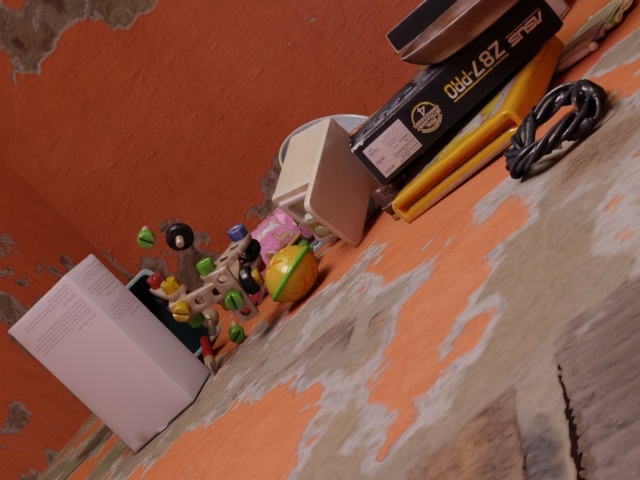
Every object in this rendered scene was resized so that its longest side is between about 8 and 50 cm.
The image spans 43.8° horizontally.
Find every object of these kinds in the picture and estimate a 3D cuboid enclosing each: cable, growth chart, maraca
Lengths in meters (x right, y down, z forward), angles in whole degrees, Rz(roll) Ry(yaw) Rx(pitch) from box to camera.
[{"bbox_3d":[0.294,-0.143,1.010,0.150,0.047,0.184,-47,8,22],"label":"cable"},{"bbox_3d":[0.468,-0.361,1.351,0.237,0.021,0.172,-48,8,-26],"label":"growth chart"},{"bbox_3d":[-0.053,0.063,1.578,0.127,0.099,0.186,-56,-4,10],"label":"maraca"}]

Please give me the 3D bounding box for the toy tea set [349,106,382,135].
[{"bbox_3d":[0.213,-0.285,1.860,0.336,0.124,0.200,-37,7,4],"label":"toy tea set"}]

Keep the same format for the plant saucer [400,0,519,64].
[{"bbox_3d":[0.264,-0.386,1.307,0.311,0.050,0.310,-40,9,8],"label":"plant saucer"}]

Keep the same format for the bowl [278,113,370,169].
[{"bbox_3d":[0.051,-0.167,1.970,0.289,0.290,0.156,-49,-35,-35],"label":"bowl"}]

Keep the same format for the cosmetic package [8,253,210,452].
[{"bbox_3d":[-0.435,0.236,1.668,0.197,0.365,0.155,-40,9,16],"label":"cosmetic package"}]

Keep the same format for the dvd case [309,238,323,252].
[{"bbox_3d":[0.000,0.000,2.002,0.087,0.013,0.119,-44,6,3],"label":"dvd case"}]

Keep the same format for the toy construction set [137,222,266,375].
[{"bbox_3d":[-0.220,0.135,1.619,0.258,0.308,0.237,-8,25,-11],"label":"toy construction set"}]

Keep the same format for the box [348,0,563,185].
[{"bbox_3d":[0.221,-0.277,1.442,0.395,0.097,0.318,-42,10,8],"label":"box"}]

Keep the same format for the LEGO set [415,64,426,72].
[{"bbox_3d":[0.399,-0.474,2.043,0.255,0.192,0.331,1,41,39],"label":"LEGO set"}]

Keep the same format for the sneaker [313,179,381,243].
[{"bbox_3d":[0.045,-0.053,1.748,0.229,0.087,0.092,-40,10,47],"label":"sneaker"}]

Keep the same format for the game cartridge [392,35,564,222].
[{"bbox_3d":[0.269,-0.199,1.348,0.285,0.053,0.323,-41,12,43],"label":"game cartridge"}]

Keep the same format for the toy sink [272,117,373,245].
[{"bbox_3d":[0.004,-0.100,1.614,0.131,0.153,0.234,-22,44,40],"label":"toy sink"}]

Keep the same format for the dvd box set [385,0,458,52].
[{"bbox_3d":[0.379,-0.640,1.938,0.420,0.062,0.308,-40,7,-22],"label":"dvd box set"}]

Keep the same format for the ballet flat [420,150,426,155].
[{"bbox_3d":[0.251,-0.247,1.783,0.221,0.077,0.079,-48,-6,-13],"label":"ballet flat"}]

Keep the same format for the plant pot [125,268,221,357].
[{"bbox_3d":[-0.423,0.272,1.967,0.248,0.247,0.252,-48,-9,-27],"label":"plant pot"}]

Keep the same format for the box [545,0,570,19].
[{"bbox_3d":[0.421,-0.486,1.779,0.290,0.169,0.087,-50,7,-32],"label":"box"}]

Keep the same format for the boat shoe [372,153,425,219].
[{"bbox_3d":[0.170,-0.125,1.491,0.073,0.073,0.207,-41,6,49],"label":"boat shoe"}]

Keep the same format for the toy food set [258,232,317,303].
[{"bbox_3d":[-0.058,0.070,1.750,0.128,0.071,0.218,-68,-7,28],"label":"toy food set"}]

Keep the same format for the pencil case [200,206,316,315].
[{"bbox_3d":[-0.131,0.018,2.088,0.386,0.167,0.160,-47,-30,-17],"label":"pencil case"}]
